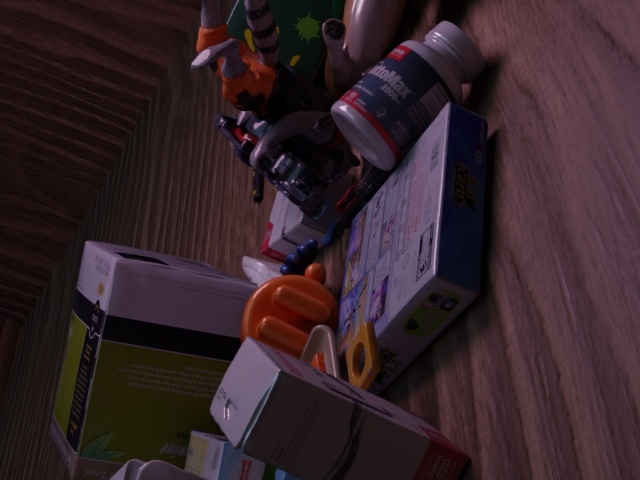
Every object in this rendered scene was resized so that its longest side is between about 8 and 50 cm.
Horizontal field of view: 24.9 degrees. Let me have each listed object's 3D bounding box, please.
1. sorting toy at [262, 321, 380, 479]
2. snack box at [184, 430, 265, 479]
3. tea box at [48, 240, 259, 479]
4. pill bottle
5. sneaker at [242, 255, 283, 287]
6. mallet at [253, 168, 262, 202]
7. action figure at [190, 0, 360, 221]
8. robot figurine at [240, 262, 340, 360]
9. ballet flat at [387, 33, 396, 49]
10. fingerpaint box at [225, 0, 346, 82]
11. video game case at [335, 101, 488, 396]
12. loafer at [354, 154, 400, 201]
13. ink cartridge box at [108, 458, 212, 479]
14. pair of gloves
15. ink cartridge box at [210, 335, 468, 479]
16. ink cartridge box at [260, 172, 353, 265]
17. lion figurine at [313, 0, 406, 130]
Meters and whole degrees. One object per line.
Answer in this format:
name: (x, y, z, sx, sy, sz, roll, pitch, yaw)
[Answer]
sorting toy: (-0.018, 0.218, 1.638, 0.196, 0.047, 0.348, -105, 30, -50)
snack box: (-0.136, 0.342, 1.825, 0.322, 0.060, 0.187, 159, 123, -77)
tea box: (-0.259, 0.186, 2.163, 0.329, 0.220, 0.324, -163, 85, -73)
pill bottle: (0.111, -0.182, 1.777, 0.180, 0.108, 0.108, -43, 14, -9)
sneaker: (-0.076, 0.081, 2.118, 0.212, 0.080, 0.094, -148, 71, -72)
mallet: (-0.119, -0.125, 2.596, 0.062, 0.039, 0.190, -50, 26, 38)
action figure: (-0.049, -0.177, 1.921, 0.178, 0.330, 0.341, -43, 40, 0)
robot figurine: (-0.039, 0.116, 1.805, 0.219, 0.128, 0.158, 106, 151, -77)
ballet flat: (0.096, -0.376, 2.239, 0.070, 0.070, 0.188, -42, 29, 53)
fingerpaint box: (-0.010, -0.434, 2.295, 0.371, 0.163, 0.445, -63, 3, 9)
video game case: (0.103, 0.015, 1.670, 0.244, 0.061, 0.269, -50, 23, 44)
loafer: (0.071, -0.107, 1.863, 0.062, 0.061, 0.170, -49, 5, 34)
ink cartridge box: (-0.161, 0.415, 1.527, 0.395, 0.285, 0.166, -47, 26, 47)
pair of gloves: (0.000, 0.000, 1.923, 0.198, 0.023, 0.159, -47, -9, -9)
ink cartridge box: (0.015, 0.189, 1.428, 0.092, 0.218, 0.158, -65, 17, 1)
ink cartridge box: (-0.020, -0.039, 2.120, 0.150, 0.063, 0.109, -34, 35, 58)
lion figurine: (0.073, -0.298, 1.964, 0.392, 0.142, 0.240, -63, -1, -9)
